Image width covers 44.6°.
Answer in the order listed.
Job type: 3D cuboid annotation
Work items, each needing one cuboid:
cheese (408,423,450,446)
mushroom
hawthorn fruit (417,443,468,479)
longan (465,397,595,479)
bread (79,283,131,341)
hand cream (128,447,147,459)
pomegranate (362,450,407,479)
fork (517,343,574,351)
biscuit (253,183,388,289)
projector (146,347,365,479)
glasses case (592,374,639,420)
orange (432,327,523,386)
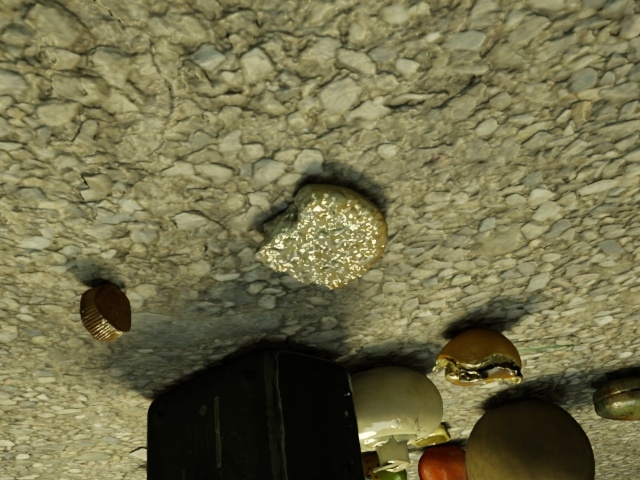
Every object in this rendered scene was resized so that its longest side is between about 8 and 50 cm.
[{"bbox_3d":[0.251,0.513,2.022,0.162,0.036,0.086,-16,148,15],"label":"cheese"},{"bbox_3d":[0.130,0.366,1.585,0.246,0.202,0.246,-9,161,-3],"label":"mushroom"},{"bbox_3d":[0.351,0.668,2.143,0.162,0.204,0.163,-5,154,-2],"label":"hawthorn fruit"},{"bbox_3d":[0.492,0.528,1.843,0.318,0.319,0.319,-5,150,-3],"label":"longan"},{"bbox_3d":[-0.321,0.108,1.152,0.053,0.085,0.085,-25,146,20],"label":"bread"},{"bbox_3d":[-0.372,0.549,1.959,0.216,0.038,0.052,24,111,-36],"label":"hand cream"},{"bbox_3d":[0.181,0.662,2.123,0.205,0.159,0.159,26,145,0],"label":"pomegranate"},{"bbox_3d":[0.389,0.216,1.559,0.235,0.021,0.039,-7,154,-3],"label":"fork"},{"bbox_3d":[0.000,0.000,1.081,0.188,0.040,0.265,-6,149,-2],"label":"biscuit"},{"bbox_3d":[-0.133,0.444,1.461,0.405,0.395,0.242,-30,144,36],"label":"projector"},{"bbox_3d":[0.848,0.367,1.839,0.425,0.098,0.156,0,154,-13],"label":"glasses case"},{"bbox_3d":[0.296,0.219,1.453,0.169,0.112,0.160,6,168,26],"label":"orange"}]
